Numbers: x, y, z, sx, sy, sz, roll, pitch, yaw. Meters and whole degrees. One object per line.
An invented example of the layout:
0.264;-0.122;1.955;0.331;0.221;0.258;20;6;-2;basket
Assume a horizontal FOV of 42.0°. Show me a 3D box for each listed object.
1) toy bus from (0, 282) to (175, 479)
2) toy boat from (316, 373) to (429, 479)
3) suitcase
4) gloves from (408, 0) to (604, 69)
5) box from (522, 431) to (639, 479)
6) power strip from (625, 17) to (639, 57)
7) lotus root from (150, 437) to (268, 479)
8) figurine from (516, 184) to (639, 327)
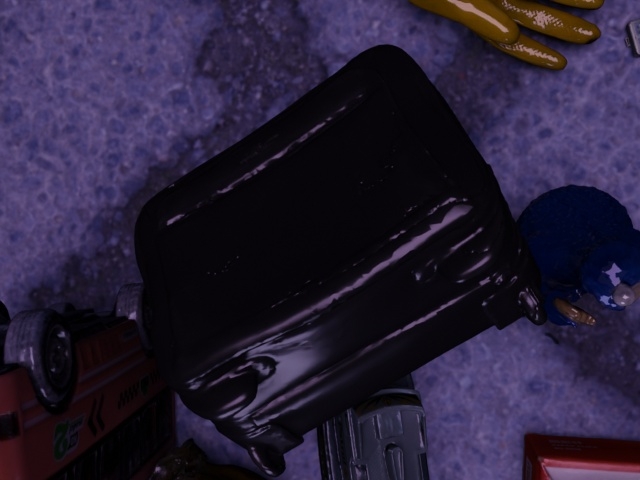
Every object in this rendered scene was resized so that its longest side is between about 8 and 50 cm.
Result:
-0.277;0.171;0.771;0.203;0.427;0.233;-6;92;6;toy bus
0.057;0.217;0.890;0.114;0.122;0.296;-5;86;-20;toy boat
0.000;0.000;0.810;0.345;0.188;0.339;-33;42;10;suitcase
0.171;-0.291;0.901;0.294;0.116;0.133;24;99;-1;gloves
0.303;0.280;0.879;0.182;0.099;0.133;1;92;4;box
0.381;-0.231;0.915;0.090;0.016;0.040;-15;88;5;power strip
-0.063;0.395;0.865;0.179;0.196;0.397;-31;86;-2;lotus root
0.255;0.009;0.811;0.164;0.262;0.120;-8;98;-9;figurine
